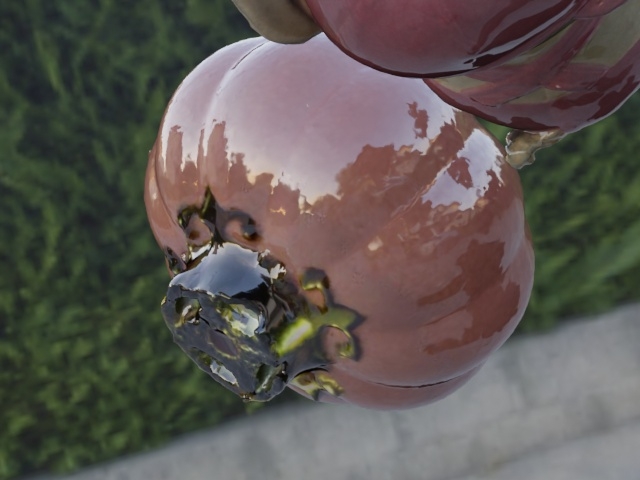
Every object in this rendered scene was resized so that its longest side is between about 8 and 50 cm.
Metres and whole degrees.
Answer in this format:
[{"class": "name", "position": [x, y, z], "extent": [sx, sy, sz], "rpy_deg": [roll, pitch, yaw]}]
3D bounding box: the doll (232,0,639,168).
[{"class": "doll", "position": [0.080, -0.138, 0.666], "extent": [0.196, 0.152, 0.256], "rpy_deg": [-46, -17, 13]}]

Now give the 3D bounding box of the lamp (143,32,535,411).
[{"class": "lamp", "position": [0.000, 0.000, 1.085], "extent": [0.305, 0.305, 0.239], "rpy_deg": [-1, 38, 48]}]
